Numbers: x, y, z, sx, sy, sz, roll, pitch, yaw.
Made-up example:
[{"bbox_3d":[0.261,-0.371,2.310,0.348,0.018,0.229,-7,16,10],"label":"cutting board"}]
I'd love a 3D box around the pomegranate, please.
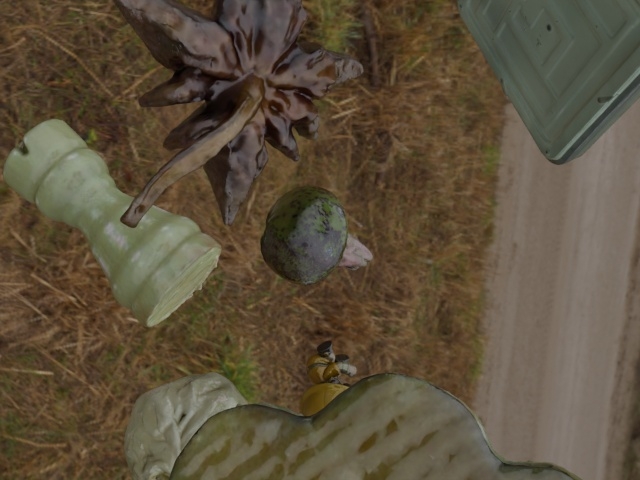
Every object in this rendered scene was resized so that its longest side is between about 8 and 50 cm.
[{"bbox_3d":[-0.011,0.001,1.000,0.163,0.125,0.138,46,40,-47],"label":"pomegranate"}]

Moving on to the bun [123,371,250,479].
[{"bbox_3d":[-0.195,0.320,1.120,0.231,0.133,0.231,2,80,-13],"label":"bun"}]

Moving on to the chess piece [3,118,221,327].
[{"bbox_3d":[-0.437,-0.043,1.486,0.234,0.442,0.234,-49,174,-7],"label":"chess piece"}]

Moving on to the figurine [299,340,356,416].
[{"bbox_3d":[0.029,0.390,1.778,0.167,0.257,0.192,-21,126,-4],"label":"figurine"}]

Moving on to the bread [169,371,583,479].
[{"bbox_3d":[0.001,0.172,0.347,0.286,0.207,0.056,-31,154,1],"label":"bread"}]

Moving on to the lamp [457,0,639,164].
[{"bbox_3d":[0.260,-0.251,0.791,0.047,0.266,0.269,-19,71,-17],"label":"lamp"}]

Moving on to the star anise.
[{"bbox_3d":[-0.090,-0.172,0.814,0.349,0.109,0.292,-23,102,-26],"label":"star anise"}]
